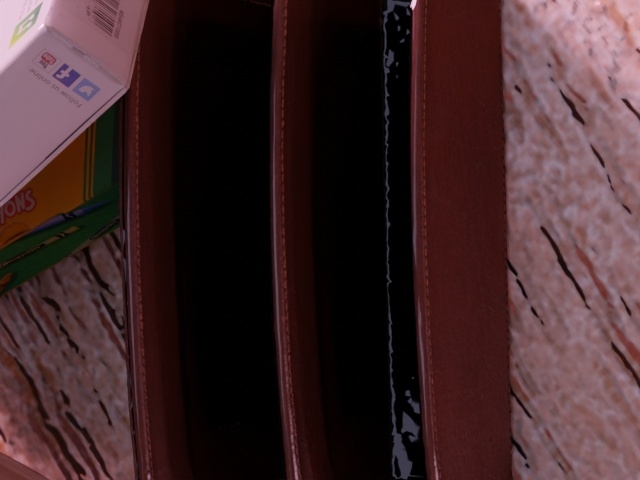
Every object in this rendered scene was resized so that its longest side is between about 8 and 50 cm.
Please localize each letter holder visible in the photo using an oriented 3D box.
[{"bbox_3d":[0.000,0.000,1.075,0.152,0.214,0.301,-2,90,24],"label":"letter holder"}]

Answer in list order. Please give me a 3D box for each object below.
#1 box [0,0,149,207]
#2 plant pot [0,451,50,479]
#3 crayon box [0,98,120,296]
[{"bbox_3d":[-0.208,-0.069,1.051,0.058,0.232,0.322,38,122,-24],"label":"box"},{"bbox_3d":[-0.282,0.231,1.156,0.263,0.263,0.229,26,89,22],"label":"plant pot"},{"bbox_3d":[-0.196,-0.071,1.222,0.278,0.081,0.165,-29,74,25],"label":"crayon box"}]
